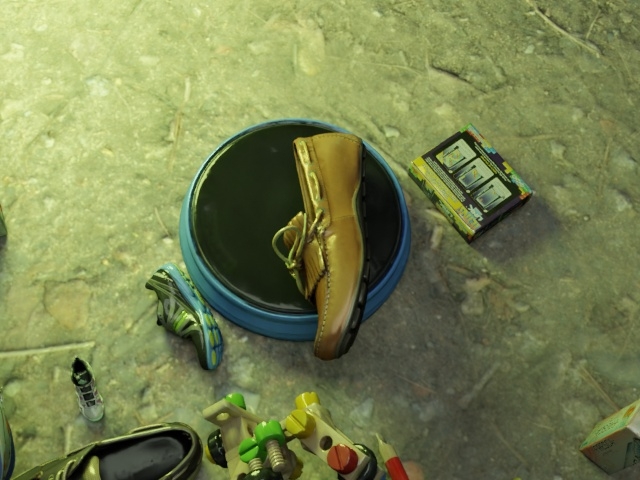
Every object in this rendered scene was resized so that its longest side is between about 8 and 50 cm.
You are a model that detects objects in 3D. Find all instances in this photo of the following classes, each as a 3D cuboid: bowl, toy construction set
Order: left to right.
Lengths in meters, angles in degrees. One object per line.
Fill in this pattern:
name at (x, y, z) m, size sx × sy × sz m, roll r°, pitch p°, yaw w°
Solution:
bowl at (-0.040, -0.029, 1.476) m, size 0.390 × 0.077 × 0.391 m, roll 2°, pitch 66°, yaw -4°
toy construction set at (-0.026, 0.299, 1.270) m, size 0.308 × 0.257 × 0.237 m, roll 12°, pitch 35°, yaw -33°

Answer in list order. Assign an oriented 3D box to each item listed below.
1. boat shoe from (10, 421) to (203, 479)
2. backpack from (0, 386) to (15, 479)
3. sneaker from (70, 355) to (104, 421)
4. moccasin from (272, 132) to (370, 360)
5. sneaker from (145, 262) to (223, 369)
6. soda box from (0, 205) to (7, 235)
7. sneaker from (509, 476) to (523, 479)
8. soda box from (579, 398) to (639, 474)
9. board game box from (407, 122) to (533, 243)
boat shoe at (-0.327, 0.337, 1.228) m, size 0.355 × 0.130 × 0.132 m, roll -25°, pitch 71°, yaw -26°
backpack at (-0.527, 0.252, 1.142) m, size 0.276 × 0.213 × 0.264 m, roll -23°, pitch 83°, yaw -6°
sneaker at (-0.355, 0.221, 1.338) m, size 0.038 × 0.069 × 0.098 m, roll -22°, pitch 69°, yaw -13°
moccasin at (0.000, -0.001, 1.348) m, size 0.146 × 0.139 × 0.380 m, roll 1°, pitch 65°, yaw -4°
sneaker at (-0.215, 0.126, 1.405) m, size 0.078 × 0.067 × 0.188 m, roll -34°, pitch 73°, yaw 4°
soda box at (-0.656, -0.026, 1.411) m, size 0.286 × 0.091 × 0.098 m, roll -18°, pitch 70°, yaw -12°
sneaker at (0.299, 0.445, 1.302) m, size 0.083 × 0.069 × 0.186 m, roll 13°, pitch 71°, yaw -9°
soda box at (0.452, 0.291, 1.314) m, size 0.063 × 0.183 × 0.058 m, roll 38°, pitch 68°, yaw 11°
board game box at (0.260, -0.100, 1.549) m, size 0.141 × 0.048 × 0.170 m, roll -33°, pitch 73°, yaw -16°
